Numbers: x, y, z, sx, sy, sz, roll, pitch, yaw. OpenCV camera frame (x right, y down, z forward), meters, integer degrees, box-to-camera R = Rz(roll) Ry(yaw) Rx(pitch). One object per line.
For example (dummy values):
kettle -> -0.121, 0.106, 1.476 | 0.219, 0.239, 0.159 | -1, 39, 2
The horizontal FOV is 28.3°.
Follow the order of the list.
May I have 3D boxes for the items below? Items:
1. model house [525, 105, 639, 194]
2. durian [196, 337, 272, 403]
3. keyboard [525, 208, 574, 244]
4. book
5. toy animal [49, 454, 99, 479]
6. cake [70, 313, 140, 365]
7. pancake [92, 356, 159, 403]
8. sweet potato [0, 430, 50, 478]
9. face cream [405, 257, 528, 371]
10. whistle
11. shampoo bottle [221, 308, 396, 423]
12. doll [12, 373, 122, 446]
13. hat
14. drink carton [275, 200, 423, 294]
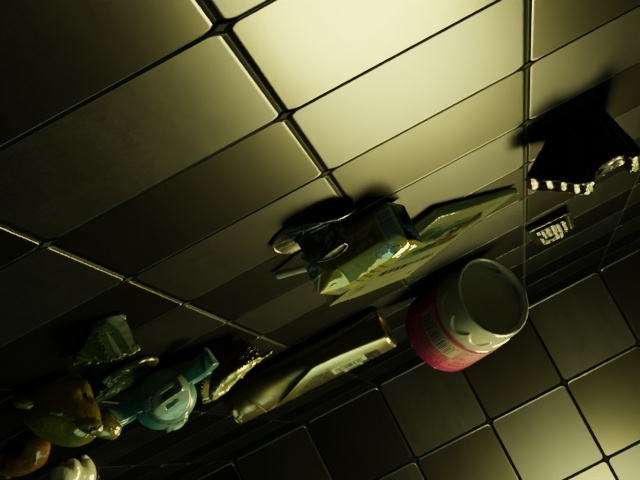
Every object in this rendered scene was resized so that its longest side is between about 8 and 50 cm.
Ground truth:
model house -> 0.359, -0.105, 1.769 | 0.152, 0.106, 0.165 | -31, 163, 6
durian -> -0.146, 0.196, 2.021 | 0.140, 0.071, 0.110 | -35, 177, -8
keyboard -> 0.457, -0.023, 2.503 | 0.094, 0.025, 0.230 | -27, 168, 10
book -> 0.157, 0.007, 1.997 | 0.215, 0.025, 0.283 | -17, 162, -44
toy animal -> -0.468, 0.442, 2.354 | 0.071, 0.085, 0.124 | -13, 166, 17
cake -> -0.269, 0.138, 1.574 | 0.051, 0.055, 0.140 | -27, 171, -31
pancake -> -0.290, 0.205, 1.861 | 0.129, 0.022, 0.116 | -38, 170, 35
sweet potato -> -0.444, 0.323, 1.962 | 0.056, 0.056, 0.195 | -14, 157, -46
face cream -> 0.285, 0.146, 2.478 | 0.175, 0.175, 0.195 | -18, 166, -36
whistle -> -0.236, 0.240, 1.922 | 0.186, 0.093, 0.274 | -30, 173, -13
shampoo bottle -> -0.025, 0.247, 2.452 | 0.350, 0.084, 0.125 | -29, 165, 8
doll -> -0.339, 0.231, 1.737 | 0.137, 0.097, 0.209 | 13, 172, 3
hat -> 0.000, 0.000, 1.574 | 0.121, 0.050, 0.121 | -24, 170, -5
drink carton -> 0.032, 0.025, 1.694 | 0.200, 0.074, 0.084 | -33, 166, 20
